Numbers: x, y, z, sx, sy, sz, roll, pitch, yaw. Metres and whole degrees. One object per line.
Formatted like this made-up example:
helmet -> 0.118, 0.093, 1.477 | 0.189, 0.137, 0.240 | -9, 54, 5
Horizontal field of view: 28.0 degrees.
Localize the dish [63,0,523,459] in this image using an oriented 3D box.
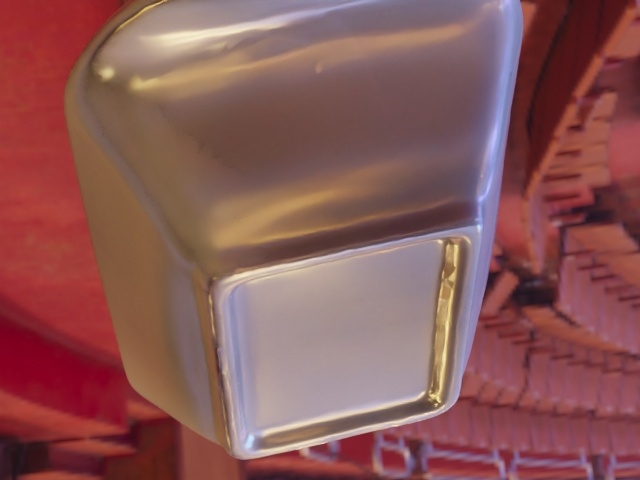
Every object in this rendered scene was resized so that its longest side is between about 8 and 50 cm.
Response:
dish -> 0.000, 0.000, 0.441 | 0.154, 0.064, 0.234 | -12, 142, -8
